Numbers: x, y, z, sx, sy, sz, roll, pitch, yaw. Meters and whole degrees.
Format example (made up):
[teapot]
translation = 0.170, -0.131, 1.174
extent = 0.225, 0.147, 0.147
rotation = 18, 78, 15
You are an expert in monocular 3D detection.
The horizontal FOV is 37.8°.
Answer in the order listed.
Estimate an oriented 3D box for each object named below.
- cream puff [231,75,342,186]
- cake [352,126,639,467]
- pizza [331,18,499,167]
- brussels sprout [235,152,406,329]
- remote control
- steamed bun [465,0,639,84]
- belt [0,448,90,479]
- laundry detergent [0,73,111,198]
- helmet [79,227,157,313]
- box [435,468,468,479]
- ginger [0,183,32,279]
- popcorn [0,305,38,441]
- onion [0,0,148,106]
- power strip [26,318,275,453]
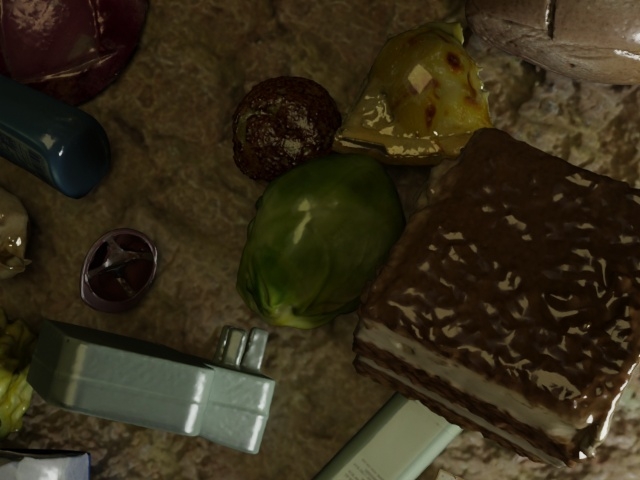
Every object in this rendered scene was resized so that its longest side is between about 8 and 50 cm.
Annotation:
[cream puff]
translation = -0.045, -0.133, 1.140
extent = 0.149, 0.084, 0.148
rotation = -2, 80, 11
[cake]
translation = 0.193, 0.059, 0.947
extent = 0.282, 0.290, 0.255
rotation = 26, 71, 14
[pizza]
translation = 0.105, -0.172, 1.099
extent = 0.204, 0.080, 0.188
rotation = -10, 77, -8
[brussels sprout]
translation = 0.000, 0.000, 1.054
extent = 0.161, 0.223, 0.223
rotation = 35, 89, 19
[remote control]
translation = 0.092, 0.232, 1.087
extent = 0.090, 0.038, 0.309
rotation = 43, 90, 13
[steamed bun]
translation = 0.320, -0.315, 1.042
extent = 0.301, 0.199, 0.251
rotation = 11, 85, 10
[belt]
translation = -0.437, 0.298, 1.084
extent = 0.347, 0.212, 0.117
rotation = -2, 80, 14
[laundry detergent]
translation = -0.407, -0.162, 1.178
extent = 0.290, 0.143, 0.094
rotation = 29, 74, 14
[helmet]
translation = -0.258, 0.031, 1.166
extent = 0.089, 0.057, 0.111
rotation = 27, 93, -30
[box]
translation = 0.168, 0.300, 1.077
extent = 0.083, 0.012, 0.046
rotation = 22, 88, 11
[ginger]
translation = -0.468, -0.029, 1.176
extent = 0.267, 0.138, 0.152
rotation = 13, 99, 24
[popcorn]
translation = -0.413, 0.164, 1.106
extent = 0.174, 0.195, 0.168
rotation = 34, 91, 5
[onion]
translation = -0.362, -0.301, 1.209
extent = 0.248, 0.111, 0.250
rotation = 32, 87, 14
[power strip]
translation = -0.180, 0.143, 1.061
extent = 0.261, 0.229, 0.141
rotation = 17, 83, -22
